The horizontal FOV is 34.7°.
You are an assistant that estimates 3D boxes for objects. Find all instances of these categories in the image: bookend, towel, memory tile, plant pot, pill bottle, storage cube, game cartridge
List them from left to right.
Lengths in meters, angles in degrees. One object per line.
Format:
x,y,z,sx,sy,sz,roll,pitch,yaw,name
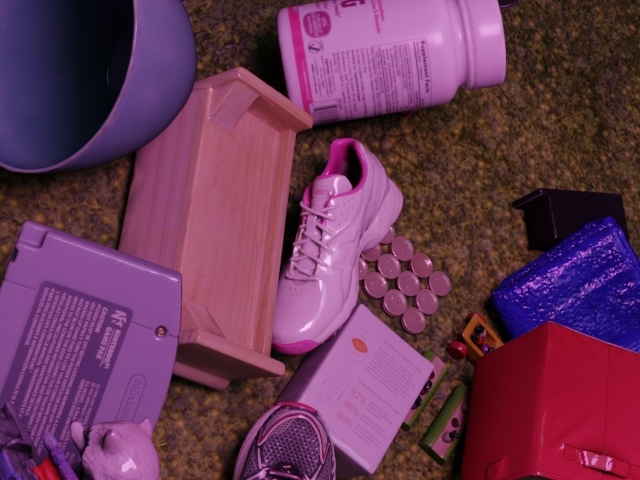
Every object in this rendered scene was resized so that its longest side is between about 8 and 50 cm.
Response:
-0.262,0.148,1.071,0.198,0.062,0.297,20,96,-14,game cartridge
-0.257,-0.213,1.187,0.195,0.290,0.290,4,68,-58,plant pot
0.092,-0.249,1.357,0.283,0.160,0.160,-9,75,1,pill bottle
0.106,0.049,1.416,0.148,0.012,0.113,42,59,-8,memory tile
0.302,0.238,1.283,0.184,0.215,0.193,19,64,-14,storage cube
0.383,0.009,1.540,0.156,0.072,0.157,2,73,-27,bookend
0.405,0.145,1.453,0.228,0.076,0.308,-33,95,-11,towel

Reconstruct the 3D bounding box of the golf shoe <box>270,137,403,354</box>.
0.000,0.000,1.294,0.306,0.115,0.140,-63,143,-34,golf shoe

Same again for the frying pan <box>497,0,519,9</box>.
0.218,-0.507,1.650,0.326,0.053,0.197,36,59,-16,frying pan

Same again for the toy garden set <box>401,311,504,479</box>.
0.233,0.234,1.396,0.244,0.049,0.204,44,59,-8,toy garden set

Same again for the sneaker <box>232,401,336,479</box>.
-0.048,0.329,1.137,0.121,0.112,0.299,14,78,-7,sneaker

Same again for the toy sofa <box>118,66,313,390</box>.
-0.134,-0.012,1.249,0.150,0.177,0.362,29,58,-45,toy sofa

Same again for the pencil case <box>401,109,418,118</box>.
0.093,-0.279,1.481,0.098,0.095,0.209,-42,93,-6,pencil case

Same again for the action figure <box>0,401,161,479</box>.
-0.264,0.274,0.978,0.179,0.330,0.341,14,33,-45,action figure

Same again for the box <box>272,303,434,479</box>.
0.038,0.190,1.283,0.130,0.091,0.170,41,60,-9,box
